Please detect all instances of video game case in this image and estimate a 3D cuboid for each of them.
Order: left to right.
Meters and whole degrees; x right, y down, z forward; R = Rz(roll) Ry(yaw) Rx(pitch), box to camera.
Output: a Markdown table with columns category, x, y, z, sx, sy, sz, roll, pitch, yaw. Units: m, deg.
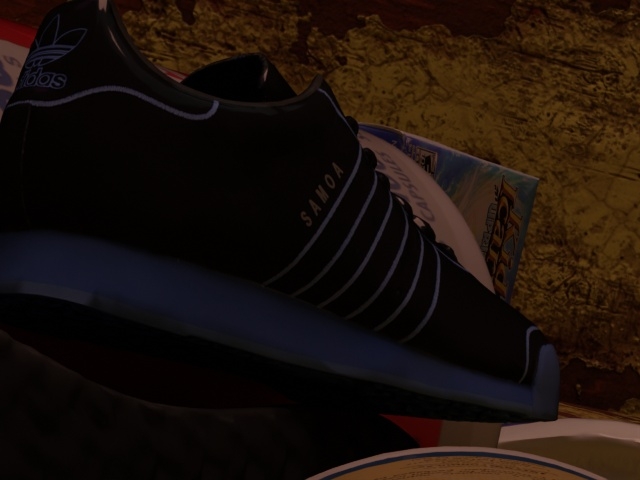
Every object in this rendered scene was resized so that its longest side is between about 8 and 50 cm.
| category | x | y | z | sx | sy | sz | roll | pitch | yaw |
| --- | --- | --- | --- | --- | --- | --- | --- | --- | --- |
| video game case | 0.074 | 0.057 | 1.469 | 0.061 | 0.270 | 0.244 | 14 | 1 | 31 |

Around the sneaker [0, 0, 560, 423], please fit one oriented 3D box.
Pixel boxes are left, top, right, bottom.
| category | x | y | z | sx | sy | sz | roll | pitch | yaw |
| --- | --- | --- | --- | --- | --- | --- | --- | --- | --- |
| sneaker | 0.000 | 0.000 | 0.555 | 0.081 | 0.090 | 0.232 | -2 | -15 | 41 |

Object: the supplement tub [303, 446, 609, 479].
| category | x | y | z | sx | sy | sz | roll | pitch | yaw |
| --- | --- | --- | --- | --- | --- | --- | --- | --- | --- |
| supplement tub | 0.025 | 0.113 | 0.284 | 0.144 | 0.144 | 0.199 | 13 | 0 | 2 |

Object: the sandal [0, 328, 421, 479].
| category | x | y | z | sx | sy | sz | roll | pitch | yaw |
| --- | --- | --- | --- | --- | --- | --- | --- | --- | --- |
| sandal | -0.093 | 0.100 | 0.423 | 0.107 | 0.168 | 0.445 | -15 | -21 | 25 |

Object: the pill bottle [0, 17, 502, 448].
| category | x | y | z | sx | sy | sz | roll | pitch | yaw |
| --- | --- | --- | --- | --- | --- | --- | --- | --- | --- |
| pill bottle | -0.134 | 0.034 | 0.630 | 0.229 | 0.229 | 0.407 | 13 | 0 | 40 |

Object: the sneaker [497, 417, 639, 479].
| category | x | y | z | sx | sy | sz | roll | pitch | yaw |
| --- | --- | --- | --- | --- | --- | --- | --- | --- | --- |
| sneaker | 0.125 | 0.140 | 0.912 | 0.322 | 0.130 | 0.236 | 7 | 2 | 19 |
